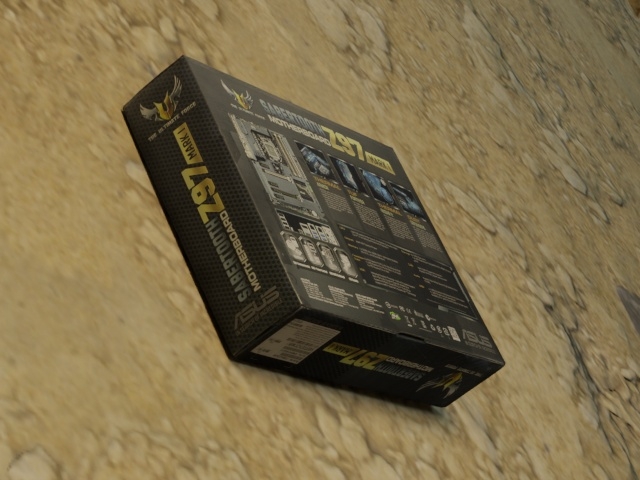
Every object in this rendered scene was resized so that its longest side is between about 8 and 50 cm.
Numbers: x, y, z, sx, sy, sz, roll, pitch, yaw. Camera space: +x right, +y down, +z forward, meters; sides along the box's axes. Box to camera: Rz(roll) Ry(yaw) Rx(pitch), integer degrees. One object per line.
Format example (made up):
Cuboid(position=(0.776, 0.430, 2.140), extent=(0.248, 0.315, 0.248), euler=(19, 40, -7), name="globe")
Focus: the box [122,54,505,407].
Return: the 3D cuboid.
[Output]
Cuboid(position=(0.000, 0.000, 1.097), extent=(0.233, 0.059, 0.183), euler=(19, 39, -54), name="box")
